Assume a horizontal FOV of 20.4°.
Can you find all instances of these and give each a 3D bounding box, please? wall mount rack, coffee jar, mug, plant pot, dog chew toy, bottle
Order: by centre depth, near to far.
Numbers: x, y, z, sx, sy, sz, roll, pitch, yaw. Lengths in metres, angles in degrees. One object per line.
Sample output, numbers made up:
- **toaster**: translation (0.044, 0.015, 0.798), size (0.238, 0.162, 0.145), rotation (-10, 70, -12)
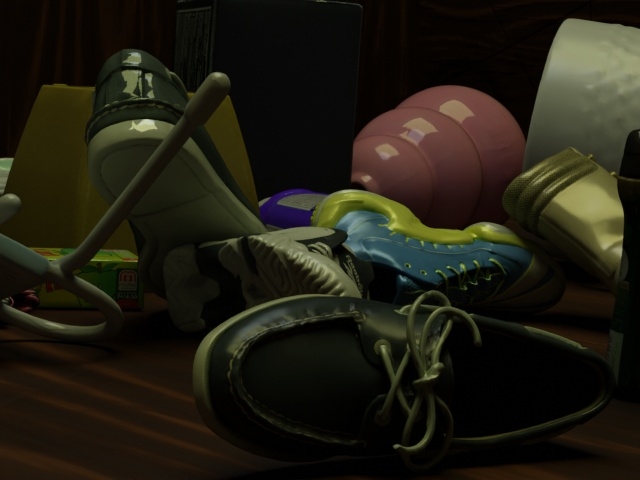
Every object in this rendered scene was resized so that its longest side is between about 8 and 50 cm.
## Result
- **wall mount rack**: translation (-0.244, -0.063, 1.198), size (0.350, 0.130, 0.304), rotation (29, -32, -31)
- **coffee jar**: translation (0.247, 0.015, 1.211), size (0.096, 0.184, 0.079), rotation (4, 5, 4)
- **plant pot**: translation (-0.186, -0.056, 1.733), size (0.212, 0.187, 0.212), rotation (-1, 6, -32)
- **bottle**: translation (0.000, 0.000, 1.744), size (0.118, 0.092, 0.283), rotation (7, 3, -22)
- **mug**: translation (0.398, -0.063, 1.969), size (0.328, 0.276, 0.374), rotation (12, 37, 14)
- **dog chew toy**: translation (0.126, -0.083, 2.225), size (0.207, 0.206, 0.332), rotation (6, 14, 30)

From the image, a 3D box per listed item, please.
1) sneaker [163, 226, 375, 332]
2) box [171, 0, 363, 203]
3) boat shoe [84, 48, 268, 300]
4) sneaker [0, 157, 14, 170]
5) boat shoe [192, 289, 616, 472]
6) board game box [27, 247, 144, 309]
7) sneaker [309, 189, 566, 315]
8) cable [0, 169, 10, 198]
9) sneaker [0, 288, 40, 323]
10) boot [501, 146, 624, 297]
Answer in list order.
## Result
- **sneaker**: translation (-0.002, 0.033, 1.358), size (0.153, 0.094, 0.235), rotation (-10, 2, -33)
- **box**: translation (-0.073, -0.135, 2.091), size (0.183, 0.296, 0.294), rotation (2, 6, -12)
- **boat shoe**: translation (-0.111, -0.042, 1.434), size (0.116, 0.099, 0.319), rotation (-13, -27, 7)
- **sneaker**: translation (-0.309, -0.048, 2.043), size (0.256, 0.094, 0.151), rotation (4, -1, -19)
- **boat shoe**: translation (0.051, 0.077, 0.952), size (0.254, 0.095, 0.079), rotation (10, -11, -37)
- **board game box**: translation (-0.248, 0.031, 1.523), size (0.181, 0.043, 0.092), rotation (2, 6, -15)
- **sneaker**: translation (0.102, 0.040, 1.552), size (0.240, 0.091, 0.126), rotation (15, 36, -8)
- **cable**: translation (-0.391, -0.033, 1.890), size (0.257, 0.089, 0.257), rotation (5, 5, 22)
- **sneaker**: translation (-0.246, 0.044, 1.415), size (0.057, 0.047, 0.119), rotation (11, 14, 12)
- **boot**: translation (0.304, -0.006, 1.620), size (0.203, 0.095, 0.262), rotation (39, 31, 31)
